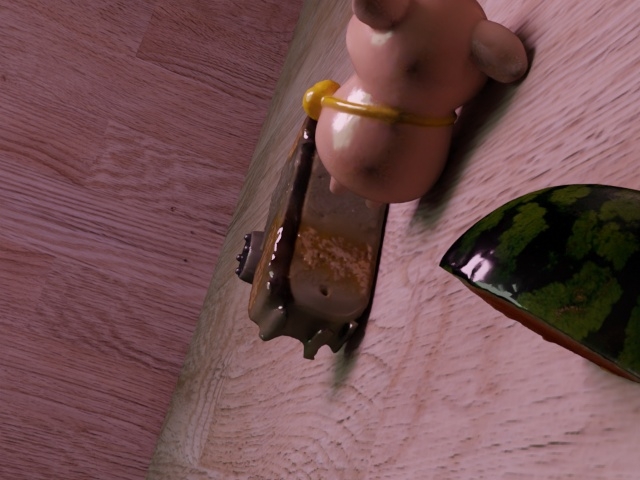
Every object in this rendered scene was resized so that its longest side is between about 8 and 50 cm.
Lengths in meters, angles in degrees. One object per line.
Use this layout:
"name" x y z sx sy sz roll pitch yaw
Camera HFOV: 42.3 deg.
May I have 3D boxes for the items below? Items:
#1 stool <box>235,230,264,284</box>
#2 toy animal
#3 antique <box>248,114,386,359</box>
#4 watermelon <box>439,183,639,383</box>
"stool" -0.075 0.035 1.314 0.096 0.110 0.096 -163 90 -76
"toy animal" 0.074 -0.137 0.814 0.149 0.165 0.248 -90 16 -47
"antique" 0.000 0.000 0.989 0.150 0.125 0.284 121 164 -49
"watermelon" 0.141 0.036 0.445 0.135 0.125 0.094 -111 8 -46
